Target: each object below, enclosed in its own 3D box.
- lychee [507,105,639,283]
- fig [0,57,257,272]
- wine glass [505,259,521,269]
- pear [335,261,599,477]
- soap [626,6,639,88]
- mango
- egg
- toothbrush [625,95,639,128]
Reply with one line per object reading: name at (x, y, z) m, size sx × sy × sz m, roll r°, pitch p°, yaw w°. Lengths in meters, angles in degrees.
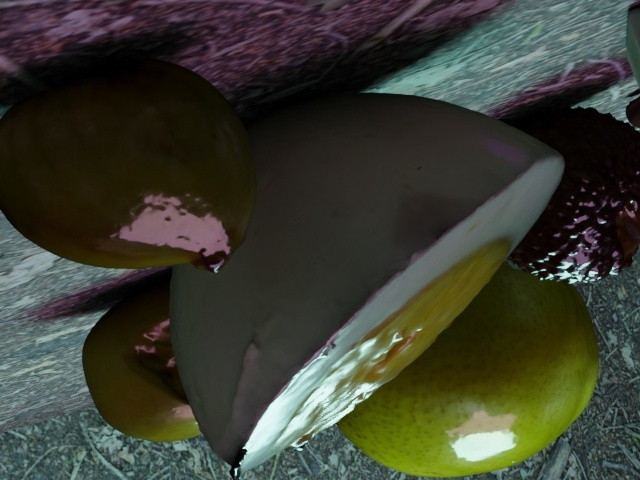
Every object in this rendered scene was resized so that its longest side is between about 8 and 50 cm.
lychee at (0.238, -0.050, 1.708) m, size 0.188 × 0.188 × 0.188 m, roll -19°, pitch 173°, yaw -2°
fig at (-0.113, -0.044, 0.981) m, size 0.153 × 0.120 × 0.136 m, roll 3°, pitch -176°, yaw 14°
wine glass at (0.327, -0.050, 2.119) m, size 0.241 × 0.126 × 0.126 m, roll -22°, pitch 173°, yaw 26°
pear at (0.185, 0.149, 2.328) m, size 0.418 × 0.362 × 0.362 m, roll 3°, pitch 161°, yaw -36°
soap at (0.317, -0.164, 1.411) m, size 0.121 × 0.063 × 0.183 m, roll -19°, pitch 173°, yaw 7°
mango at (-0.109, 0.108, 2.024) m, size 0.365 × 0.182 × 0.253 m, roll -28°, pitch 176°, yaw -27°
egg at (0.000, 0.000, 1.264) m, size 0.337 × 0.201 × 0.337 m, roll -44°, pitch 169°, yaw -10°
toothbrush at (0.387, -0.172, 1.655) m, size 0.041 × 0.041 × 0.364 m, roll -17°, pitch 173°, yaw -19°
